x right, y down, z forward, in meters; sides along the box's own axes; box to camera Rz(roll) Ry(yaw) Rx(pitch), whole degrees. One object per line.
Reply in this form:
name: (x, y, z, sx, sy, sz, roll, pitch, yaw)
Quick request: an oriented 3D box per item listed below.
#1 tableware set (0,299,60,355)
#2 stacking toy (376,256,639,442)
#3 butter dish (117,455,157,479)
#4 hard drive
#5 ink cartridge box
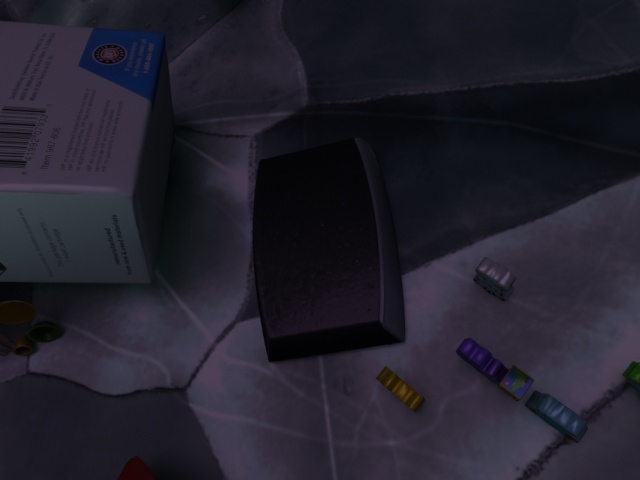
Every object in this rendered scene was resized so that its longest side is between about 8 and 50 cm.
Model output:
tableware set: (-0.394, 0.098, 0.600, 0.103, 0.154, 0.024, -27, 50, 5)
stacking toy: (0.187, 0.141, 0.479, 0.221, 0.052, 0.167, 38, 82, 25)
butter dish: (-0.152, 0.304, 0.463, 0.159, 0.118, 0.160, -7, 58, 58)
hard drive: (0.000, 0.000, 0.590, 0.171, 0.054, 0.255, -11, 64, 10)
ink cartridge box: (-0.387, -0.110, 0.584, 0.394, 0.166, 0.286, 2, 51, -9)
